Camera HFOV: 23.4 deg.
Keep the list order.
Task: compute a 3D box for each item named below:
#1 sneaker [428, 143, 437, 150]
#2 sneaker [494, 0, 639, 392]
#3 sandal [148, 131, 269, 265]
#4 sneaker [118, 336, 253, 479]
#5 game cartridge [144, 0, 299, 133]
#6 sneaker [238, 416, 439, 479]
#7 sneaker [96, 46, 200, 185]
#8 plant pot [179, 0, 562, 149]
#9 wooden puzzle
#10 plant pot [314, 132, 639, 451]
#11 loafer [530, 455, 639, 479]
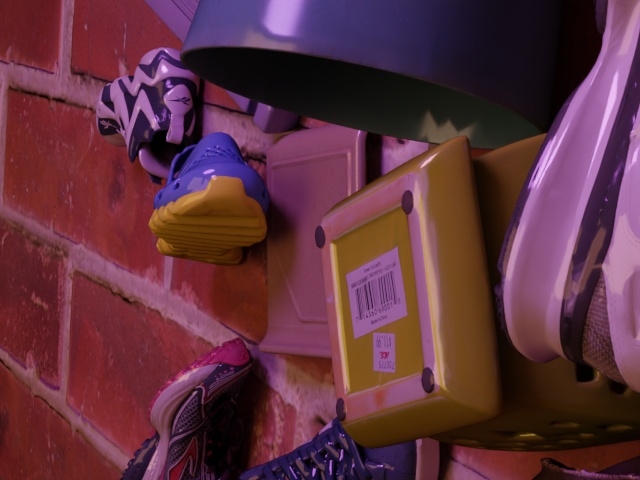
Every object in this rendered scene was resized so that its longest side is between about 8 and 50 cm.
[{"bbox_3d":[0.093,-0.050,1.355,0.038,0.069,0.098,-52,45,50],"label":"sneaker"},{"bbox_3d":[0.294,-0.106,0.919,0.258,0.169,0.447,19,93,33],"label":"sneaker"},{"bbox_3d":[-0.122,-0.056,1.687,0.317,0.126,0.138,154,125,-77],"label":"sandal"},{"bbox_3d":[-0.134,0.232,1.785,0.112,0.121,0.299,40,130,21],"label":"sneaker"},{"bbox_3d":[-0.104,-0.311,1.695,0.355,0.068,0.230,49,130,33],"label":"game cartridge"},{"bbox_3d":[-0.010,0.242,1.471,0.350,0.148,0.131,-59,40,45],"label":"sneaker"},{"bbox_3d":[-0.223,-0.130,1.961,0.235,0.094,0.153,-28,56,49],"label":"sneaker"},{"bbox_3d":[0.060,-0.220,1.210,0.293,0.293,0.235,5,80,63],"label":"plant pot"},{"bbox_3d":[0.000,0.000,1.581,0.221,0.044,0.238,-4,82,64],"label":"wooden puzzle"},{"bbox_3d":[0.128,0.041,1.134,0.228,0.207,0.227,152,115,-62],"label":"plant pot"},{"bbox_3d":[0.270,0.173,0.966,0.366,0.134,0.130,0,67,54],"label":"loafer"}]
